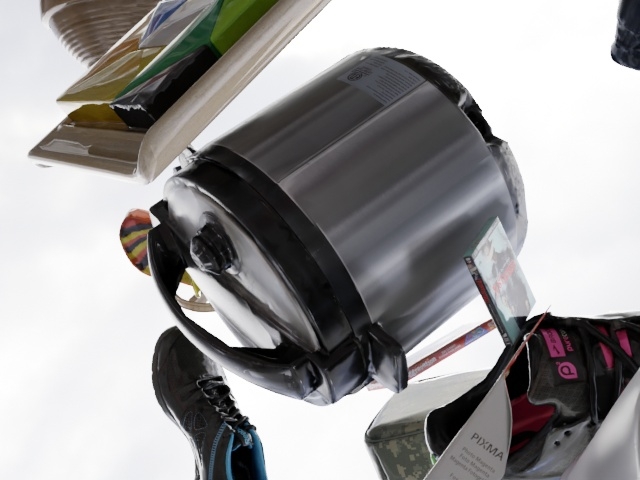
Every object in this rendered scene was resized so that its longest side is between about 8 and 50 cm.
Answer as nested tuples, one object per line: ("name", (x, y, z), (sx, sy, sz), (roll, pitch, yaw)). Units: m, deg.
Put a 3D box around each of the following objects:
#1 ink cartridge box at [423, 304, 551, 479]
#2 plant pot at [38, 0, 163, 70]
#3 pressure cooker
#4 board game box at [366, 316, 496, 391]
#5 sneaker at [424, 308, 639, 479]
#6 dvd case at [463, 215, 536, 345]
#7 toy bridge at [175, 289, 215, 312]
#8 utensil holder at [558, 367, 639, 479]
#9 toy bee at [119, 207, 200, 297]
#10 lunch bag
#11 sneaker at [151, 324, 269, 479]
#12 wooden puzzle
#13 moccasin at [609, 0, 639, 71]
("ink cartridge box", (0.145, 0.188, 0.839), (0.066, 0.189, 0.232), (40, -108, 15))
("plant pot", (-0.274, -0.294, 1.330), (0.237, 0.110, 0.237), (-8, 178, 0))
("pressure cooker", (-0.002, -0.005, 1.180), (0.420, 0.375, 0.370), (-36, -170, -22))
("board game box", (0.236, 0.238, 1.965), (0.281, 0.027, 0.145), (-26, 179, -26))
("sneaker", (0.327, 0.161, 1.044), (0.483, 0.202, 0.185), (-37, -140, 17))
("dvd case", (0.202, 0.045, 1.042), (0.013, 0.119, 0.087), (-14, -158, 39))
("toy bridge", (-0.215, 0.104, 1.691), (0.188, 0.026, 0.063), (12, -146, 27))
("utensil holder", (0.353, 0.229, 0.721), (0.327, 0.385, 0.327), (-2, -121, 4))
("toy bee", (-0.159, 0.045, 1.421), (0.298, 0.162, 0.195), (11, -163, 14))
("lunch bag", (0.249, 0.348, 1.444), (0.305, 0.256, 0.212), (-18, -170, 32))
("sneaker", (-0.148, 0.275, 1.406), (0.125, 0.341, 0.139), (-10, 162, -41))
("wooden puzzle", (-0.083, -0.127, 0.595), (0.221, 0.044, 0.238), (-49, -155, -18))
("moccasin", (0.364, -0.202, 0.831), (0.342, 0.117, 0.138), (-3, -139, -35))
